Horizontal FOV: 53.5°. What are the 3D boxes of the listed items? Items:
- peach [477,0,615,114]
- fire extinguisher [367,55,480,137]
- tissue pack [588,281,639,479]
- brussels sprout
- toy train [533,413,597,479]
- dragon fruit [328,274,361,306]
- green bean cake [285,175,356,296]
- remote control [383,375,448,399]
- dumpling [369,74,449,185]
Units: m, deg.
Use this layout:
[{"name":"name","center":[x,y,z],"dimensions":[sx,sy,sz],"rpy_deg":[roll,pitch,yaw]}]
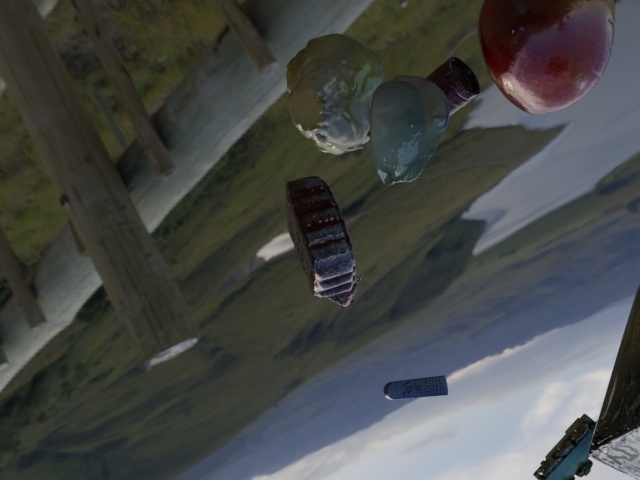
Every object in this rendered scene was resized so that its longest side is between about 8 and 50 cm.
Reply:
[{"name":"peach","center":[0.415,-0.382,1.208],"dimensions":[0.246,0.274,0.249],"rpy_deg":[-2,-177,-32]},{"name":"fire extinguisher","center":[0.201,-0.256,1.314],"dimensions":[0.105,0.104,0.269],"rpy_deg":[-16,165,-49]},{"name":"tissue pack","center":[0.535,0.163,0.865],"dimensions":[0.370,0.198,0.210],"rpy_deg":[-57,170,-30]},{"name":"brussels sprout","center":[0.032,-0.355,1.535],"dimensions":[0.243,0.273,0.317],"rpy_deg":[9,180,25]},{"name":"toy train","center":[0.540,0.464,1.368],"dimensions":[0.194,0.081,0.125],"rpy_deg":[-48,165,3]},{"name":"dragon fruit","center":[0.055,0.128,1.795],"dimensions":[0.147,0.102,0.096],"rpy_deg":[19,174,-19]},{"name":"green bean cake","center":[0.000,0.000,1.269],"dimensions":[0.097,0.232,0.198],"rpy_deg":[-15,146,-8]},{"name":"remote control","center":[0.204,0.317,1.362],"dimensions":[0.153,0.043,0.027],"rpy_deg":[0,158,-22]},{"name":"dumpling","center":[0.160,-0.203,1.109],"dimensions":[0.149,0.216,0.105],"rpy_deg":[-5,164,21]}]
